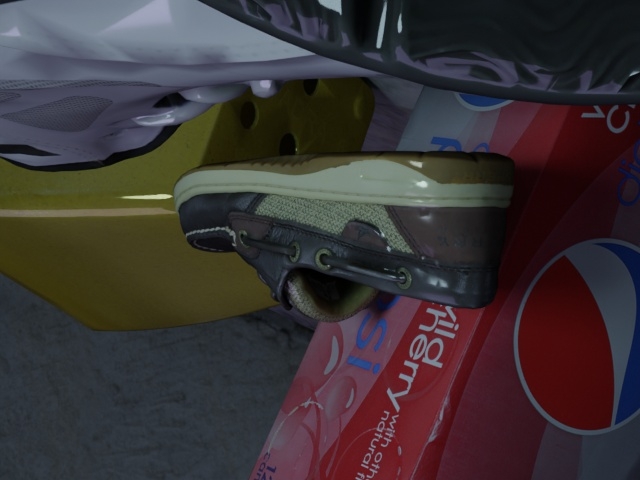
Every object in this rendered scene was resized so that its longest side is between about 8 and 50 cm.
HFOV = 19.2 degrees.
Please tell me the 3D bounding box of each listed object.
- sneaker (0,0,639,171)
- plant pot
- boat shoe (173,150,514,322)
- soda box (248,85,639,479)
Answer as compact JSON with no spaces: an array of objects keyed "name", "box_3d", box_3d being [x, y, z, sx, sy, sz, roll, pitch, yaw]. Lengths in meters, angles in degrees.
[{"name":"sneaker","box_3d":[-0.008,-0.108,0.536,0.447,0.169,0.257,3,176,14]},{"name":"plant pot","box_3d":[-0.093,-0.063,1.173,0.187,0.212,0.212,8,161,36]},{"name":"boat shoe","box_3d":[0.000,0.000,0.572,0.056,0.049,0.152,4,176,-30]},{"name":"soda box","box_3d":[0.076,-0.013,0.606,0.083,0.263,0.092,27,173,-29]}]
